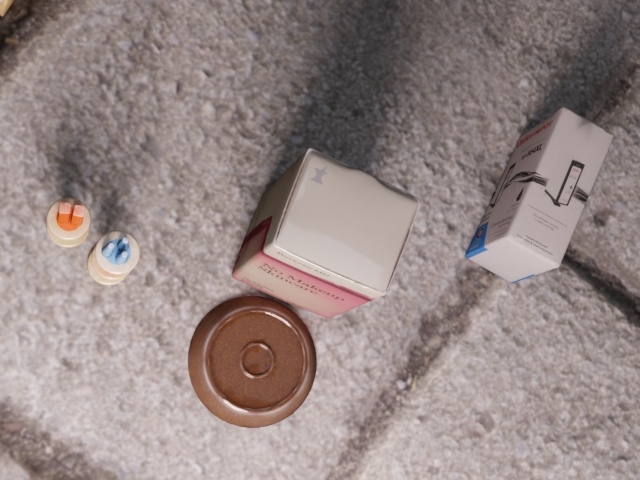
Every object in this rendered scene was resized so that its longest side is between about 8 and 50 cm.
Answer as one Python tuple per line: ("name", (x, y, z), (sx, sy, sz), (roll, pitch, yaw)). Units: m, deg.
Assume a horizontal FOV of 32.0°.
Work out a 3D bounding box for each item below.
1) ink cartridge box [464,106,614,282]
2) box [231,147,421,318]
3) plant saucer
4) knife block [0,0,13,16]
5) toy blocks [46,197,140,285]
("ink cartridge box", (0.291, -0.058, 1.494), (0.086, 0.148, 0.203), (28, 73, -7))
("box", (0.000, 0.000, 1.356), (0.149, 0.232, 0.126), (24, 74, -10))
("plant saucer", (-0.082, 0.152, 1.414), (0.169, 0.029, 0.168), (3, 79, -16))
("knife block", (-0.353, -0.449, 1.428), (0.088, 0.242, 0.275), (31, 118, -8))
("toy blocks", (-0.270, -0.006, 1.325), (0.123, 0.148, 0.054), (43, 72, -5))
